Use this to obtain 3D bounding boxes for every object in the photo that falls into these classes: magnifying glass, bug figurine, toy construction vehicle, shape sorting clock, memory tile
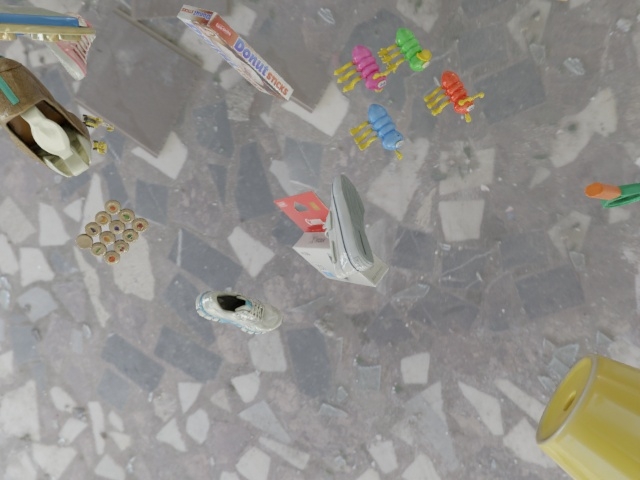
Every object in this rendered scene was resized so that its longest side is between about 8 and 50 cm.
[{"bbox_3d":[0.524,-0.084,0.916,0.092,0.231,0.026,-25,75,44],"label":"magnifying glass"},{"bbox_3d":[0.157,-0.276,0.935,0.216,0.279,0.072,57,153,4],"label":"bug figurine"},{"bbox_3d":[-0.527,-0.245,1.206,0.035,0.098,0.086,2,83,24],"label":"toy construction vehicle"},{"bbox_3d":[-0.341,-0.217,0.528,0.206,0.206,0.040,13,116,14],"label":"shape sorting clock"},{"bbox_3d":[-0.494,-0.018,1.227,0.113,0.012,0.148,39,101,-25],"label":"memory tile"}]

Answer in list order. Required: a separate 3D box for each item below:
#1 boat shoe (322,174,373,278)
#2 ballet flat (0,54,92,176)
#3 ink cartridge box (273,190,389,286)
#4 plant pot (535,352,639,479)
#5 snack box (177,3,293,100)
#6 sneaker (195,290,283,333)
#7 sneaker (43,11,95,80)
[{"bbox_3d":[0.037,-0.031,0.973,0.076,0.226,0.083,-31,131,24],"label":"boat shoe"},{"bbox_3d":[-0.460,-0.180,0.888,0.116,0.342,0.124,-41,83,-14],"label":"ballet flat"},{"bbox_3d":[0.000,0.000,1.287,0.261,0.296,0.066,43,75,-16],"label":"ink cartridge box"},{"bbox_3d":[0.458,0.292,0.735,0.239,0.254,0.254,32,106,17],"label":"plant pot"},{"bbox_3d":[-0.108,-0.248,0.696,0.064,0.178,0.022,29,90,34],"label":"snack box"},{"bbox_3d":[-0.152,0.144,1.055,0.083,0.190,0.071,-27,53,50],"label":"sneaker"},{"bbox_3d":[-0.346,-0.280,0.727,0.070,0.051,0.134,-37,57,-12],"label":"sneaker"}]
